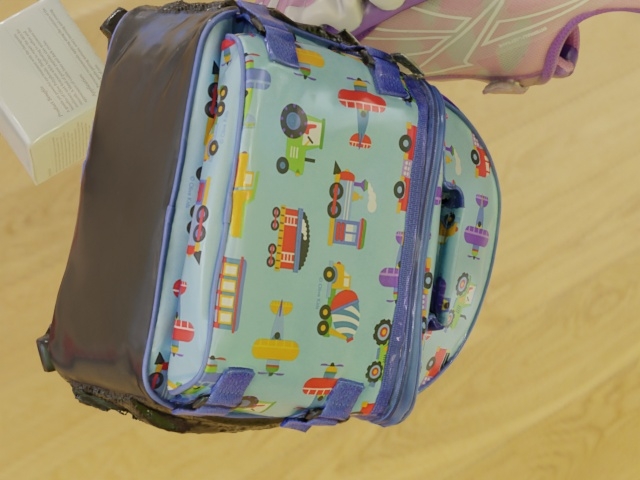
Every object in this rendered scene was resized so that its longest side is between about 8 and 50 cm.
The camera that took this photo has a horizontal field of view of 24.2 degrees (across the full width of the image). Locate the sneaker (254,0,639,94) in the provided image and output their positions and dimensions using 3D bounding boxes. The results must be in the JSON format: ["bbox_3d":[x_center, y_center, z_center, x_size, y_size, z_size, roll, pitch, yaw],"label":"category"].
[{"bbox_3d":[0.055,-0.098,0.636,0.104,0.236,0.095,46,40,-24],"label":"sneaker"}]

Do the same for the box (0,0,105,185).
[{"bbox_3d":[-0.217,-0.117,1.177,0.087,0.102,0.101,-33,80,-16],"label":"box"}]

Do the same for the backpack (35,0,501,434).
[{"bbox_3d":[0.000,0.000,0.564,0.173,0.158,0.117,15,-5,-38],"label":"backpack"}]
